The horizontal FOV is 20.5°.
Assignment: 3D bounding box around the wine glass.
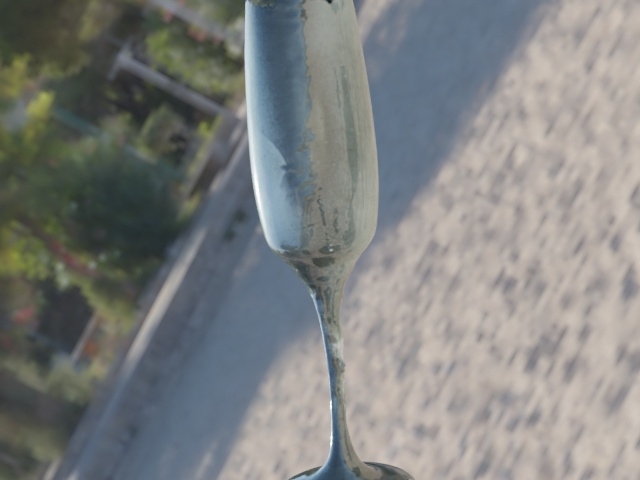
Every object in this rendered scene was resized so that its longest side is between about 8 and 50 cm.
[{"bbox_3d":[0.000,0.000,0.851,0.074,0.074,0.262,-83,-12,-76],"label":"wine glass"}]
